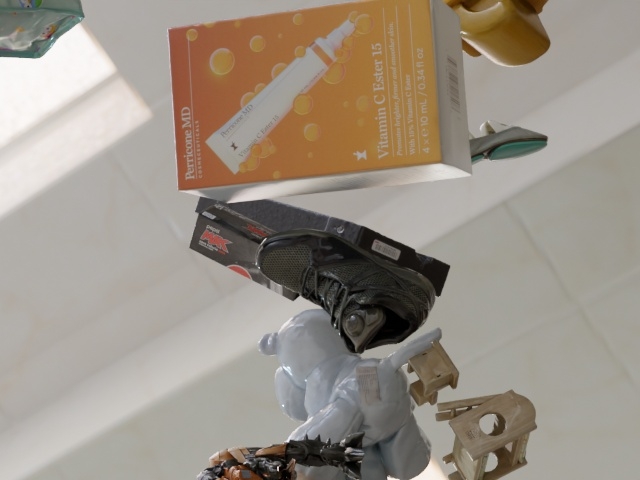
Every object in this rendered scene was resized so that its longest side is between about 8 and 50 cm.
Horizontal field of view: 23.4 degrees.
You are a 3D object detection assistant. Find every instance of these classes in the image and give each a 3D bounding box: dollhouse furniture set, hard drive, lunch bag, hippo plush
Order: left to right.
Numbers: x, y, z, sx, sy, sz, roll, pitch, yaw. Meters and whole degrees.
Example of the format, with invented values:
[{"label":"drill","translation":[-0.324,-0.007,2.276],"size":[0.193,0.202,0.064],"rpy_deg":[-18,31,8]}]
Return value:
[{"label":"lunch bag","translation":[-0.457,-0.358,1.964],"size":[0.262,0.160,0.223],"rpy_deg":[-2,-109,-41]},{"label":"hard drive","translation":[0.000,0.000,2.374],"size":[0.339,0.064,0.237],"rpy_deg":[18,176,40]},{"label":"hippo plush","translation":[0.000,0.207,2.067],"size":[0.236,0.234,0.294],"rpy_deg":[43,148,39]},{"label":"dollhouse furniture set","translation":[0.186,0.226,1.945],"size":[0.161,0.101,0.182],"rpy_deg":[57,163,28]}]

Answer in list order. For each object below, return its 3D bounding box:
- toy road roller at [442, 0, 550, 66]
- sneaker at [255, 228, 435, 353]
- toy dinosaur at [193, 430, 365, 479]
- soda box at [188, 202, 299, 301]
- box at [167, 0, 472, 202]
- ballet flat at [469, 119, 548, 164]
[{"label":"toy road roller","translation":[0.242,-0.378,2.603],"size":[0.202,0.329,0.240],"rpy_deg":[29,-147,-46]},{"label":"sneaker","translation":[0.020,0.061,1.874],"size":[0.227,0.087,0.130],"rpy_deg":[23,-153,5]},{"label":"toy dinosaur","translation":[-0.064,0.280,1.768],"size":[0.322,0.218,0.164],"rpy_deg":[-86,0,-66]},{"label":"soda box","translation":[-0.088,0.015,2.070],"size":[0.169,0.060,0.053],"rpy_deg":[26,-152,17]},{"label":"box","translation":[0.001,-0.175,1.958],"size":[0.168,0.345,0.215],"rpy_deg":[11,-106,-72]},{"label":"ballet flat","translation":[0.241,-0.147,2.314],"size":[0.072,0.213,0.068],"rpy_deg":[125,126,-66]}]
